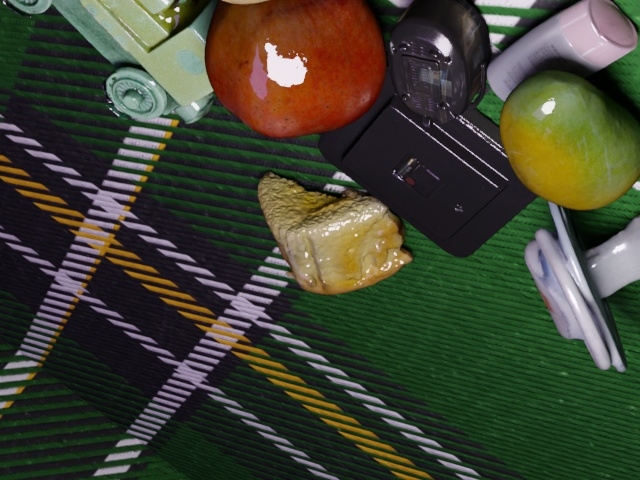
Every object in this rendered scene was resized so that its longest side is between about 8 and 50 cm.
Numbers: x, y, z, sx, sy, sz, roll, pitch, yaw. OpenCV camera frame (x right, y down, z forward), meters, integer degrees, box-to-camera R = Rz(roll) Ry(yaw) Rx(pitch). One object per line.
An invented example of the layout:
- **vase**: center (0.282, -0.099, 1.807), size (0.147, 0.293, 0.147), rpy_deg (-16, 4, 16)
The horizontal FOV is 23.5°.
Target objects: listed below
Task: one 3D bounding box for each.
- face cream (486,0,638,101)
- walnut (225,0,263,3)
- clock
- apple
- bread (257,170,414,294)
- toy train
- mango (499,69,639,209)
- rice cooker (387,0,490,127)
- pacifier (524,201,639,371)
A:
- **face cream**: center (0.275, -0.217, 1.775), size (0.084, 0.057, 0.198), rpy_deg (41, 148, -15)
- **walnut**: center (-0.081, -0.400, 1.677), size (0.296, 0.285, 0.285), rpy_deg (19, 146, 37)
- **clock**: center (0.143, -0.102, 2.075), size (0.273, 0.049, 0.279), rpy_deg (37, 150, -2)
- **apple**: center (-0.035, -0.240, 1.900), size (0.234, 0.234, 0.234), rpy_deg (26, 148, 17)
- **bread**: center (0.001, 0.006, 2.285), size (0.252, 0.133, 0.174), rpy_deg (15, 142, 32)
- **toy train**: center (-0.257, -0.332, 2.062), size (0.397, 0.160, 0.253), rpy_deg (46, 142, -17)
- **mango**: center (0.290, -0.115, 1.790), size (0.156, 0.114, 0.251), rpy_deg (-4, 160, 29)
- **rice cooker**: center (0.143, -0.220, 1.858), size (0.112, 0.106, 0.165), rpy_deg (14, 133, 27)
- **pacifier**: center (0.380, 0.040, 1.949), size (0.207, 0.227, 0.279), rpy_deg (-23, 126, 10)
